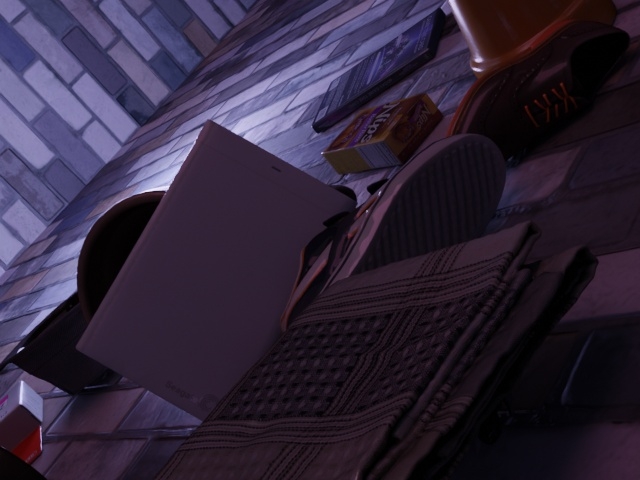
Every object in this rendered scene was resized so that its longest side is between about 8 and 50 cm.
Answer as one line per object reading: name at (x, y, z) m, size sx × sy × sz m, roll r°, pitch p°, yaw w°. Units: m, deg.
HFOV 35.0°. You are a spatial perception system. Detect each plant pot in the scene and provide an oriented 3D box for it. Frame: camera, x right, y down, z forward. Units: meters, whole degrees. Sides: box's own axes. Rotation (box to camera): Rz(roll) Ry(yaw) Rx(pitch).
plant pot at (0.261, -0.328, 1.376) m, size 0.205 × 0.188 × 0.205 m, roll -37°, pitch 20°, yaw 16°
plant pot at (-0.158, 0.038, 1.362) m, size 0.263 × 0.263 × 0.229 m, roll -34°, pitch 4°, yaw 23°

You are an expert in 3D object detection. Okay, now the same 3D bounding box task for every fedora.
fedora at (-0.403, 0.172, 1.680) m, size 0.244 × 0.124 × 0.275 m, roll -39°, pitch 10°, yaw 1°

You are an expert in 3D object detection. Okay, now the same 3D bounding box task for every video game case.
video game case at (0.110, -0.319, 1.905) m, size 0.274 × 0.026 × 0.196 m, roll -30°, pitch 22°, yaw 29°

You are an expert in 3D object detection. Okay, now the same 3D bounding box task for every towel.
towel at (0.032, 0.104, 0.820) m, size 0.324 × 0.056 × 0.312 m, roll -14°, pitch 23°, yaw 48°

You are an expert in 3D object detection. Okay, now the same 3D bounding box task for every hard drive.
hard drive at (-0.119, 0.041, 1.186) m, size 0.307 × 0.203 × 0.040 m, roll -61°, pitch -1°, yaw -5°

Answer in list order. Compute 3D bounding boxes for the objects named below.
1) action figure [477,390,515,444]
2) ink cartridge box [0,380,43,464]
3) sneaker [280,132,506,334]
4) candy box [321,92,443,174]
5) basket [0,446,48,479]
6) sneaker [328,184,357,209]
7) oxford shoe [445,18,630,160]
action figure at (0.064, 0.170, 0.836) m, size 0.185 × 0.099 × 0.285 m, roll -38°, pitch 14°, yaw 33°
ink cartridge box at (-0.579, 0.379, 1.681) m, size 0.275 × 0.060 × 0.239 m, roll -43°, pitch 18°, yaw -4°
sneaker at (0.068, 0.003, 1.132) m, size 0.321 × 0.126 × 0.127 m, roll -48°, pitch 26°, yaw -13°
candy box at (0.092, -0.161, 1.554) m, size 0.109 × 0.053 × 0.186 m, roll -49°, pitch 22°, yaw -22°
basket at (-0.484, 0.391, 1.340) m, size 0.204 × 0.154 × 0.227 m, roll -15°, pitch 36°, yaw 54°
sneaker at (0.000, 0.000, 1.321) m, size 0.108 × 0.100 × 0.271 m, roll -19°, pitch 29°, yaw 12°
oxford shoe at (0.254, -0.170, 1.200) m, size 0.271 × 0.097 × 0.098 m, roll -46°, pitch 25°, yaw -12°
